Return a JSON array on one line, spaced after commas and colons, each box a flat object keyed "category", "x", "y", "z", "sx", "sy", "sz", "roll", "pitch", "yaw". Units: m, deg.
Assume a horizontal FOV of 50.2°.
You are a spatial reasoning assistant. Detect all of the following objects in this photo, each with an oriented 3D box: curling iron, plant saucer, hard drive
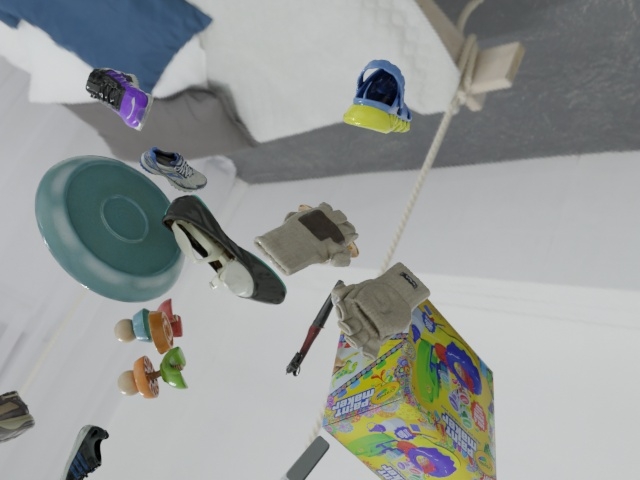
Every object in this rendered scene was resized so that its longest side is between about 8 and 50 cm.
[{"category": "curling iron", "x": -0.009, "y": 0.221, "z": 1.689, "sx": 0.035, "sy": 0.274, "sz": 0.068, "roll": 30, "pitch": 180, "yaw": -5}, {"category": "plant saucer", "x": -0.378, "y": -0.034, "z": 1.294, "sx": 0.044, "sy": 0.317, "sz": 0.318, "roll": -33, "pitch": 126, "yaw": 33}, {"category": "hard drive", "x": -0.128, "y": 0.664, "z": 1.719, "sx": 0.047, "sy": 0.353, "sz": 0.233, "roll": 41, "pitch": -160, "yaw": 10}]

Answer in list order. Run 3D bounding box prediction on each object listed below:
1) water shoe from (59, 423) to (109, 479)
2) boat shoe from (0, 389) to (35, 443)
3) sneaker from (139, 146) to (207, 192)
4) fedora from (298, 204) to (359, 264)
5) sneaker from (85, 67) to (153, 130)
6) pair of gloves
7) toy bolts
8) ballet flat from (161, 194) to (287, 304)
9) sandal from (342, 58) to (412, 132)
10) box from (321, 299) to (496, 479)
[{"category": "water shoe", "x": -0.622, "y": 0.591, "z": 1.800, "sx": 0.080, "sy": 0.203, "sz": 0.073, "roll": 13, "pitch": 166, "yaw": 6}, {"category": "boat shoe", "x": -0.837, "y": 0.421, "z": 1.600, "sx": 0.130, "sy": 0.132, "sz": 0.355, "roll": 64, "pitch": -167, "yaw": 16}, {"category": "sneaker", "x": -0.276, "y": -0.137, "z": 1.308, "sx": 0.135, "sy": 0.052, "sz": 0.058, "roll": 23, "pitch": 146, "yaw": -24}, {"category": "fedora", "x": 0.000, "y": 0.000, "z": 1.571, "sx": 0.194, "sy": 0.079, "sz": 0.194, "roll": 38, "pitch": 167, "yaw": 10}, {"category": "sneaker", "x": -0.549, "y": -0.385, "z": 1.815, "sx": 0.146, "sy": 0.102, "sz": 0.293, "roll": 16, "pitch": -161, "yaw": -36}, {"category": "pair of gloves", "x": 0.032, "y": 0.046, "z": 0.986, "sx": 0.240, "sy": 0.204, "sz": 0.042, "roll": 41, "pitch": 124, "yaw": 6}, {"category": "toy bolts", "x": -0.418, "y": 0.235, "z": 1.602, "sx": 0.159, "sy": 0.228, "sz": 0.218, "roll": -15, "pitch": 130, "yaw": -2}, {"category": "ballet flat", "x": -0.189, "y": 0.037, "z": 1.273, "sx": 0.280, "sy": 0.096, "sz": 0.095, "roll": 44, "pitch": 135, "yaw": 3}, {"category": "sandal", "x": 0.138, "y": -0.303, "z": 1.442, "sx": 0.126, "sy": 0.138, "sz": 0.317, "roll": 15, "pitch": -167, "yaw": 7}, {"category": "box", "x": 0.177, "y": 0.294, "z": 1.280, "sx": 0.177, "sy": 0.279, "sz": 0.290, "roll": -28, "pitch": 119, "yaw": 30}]
